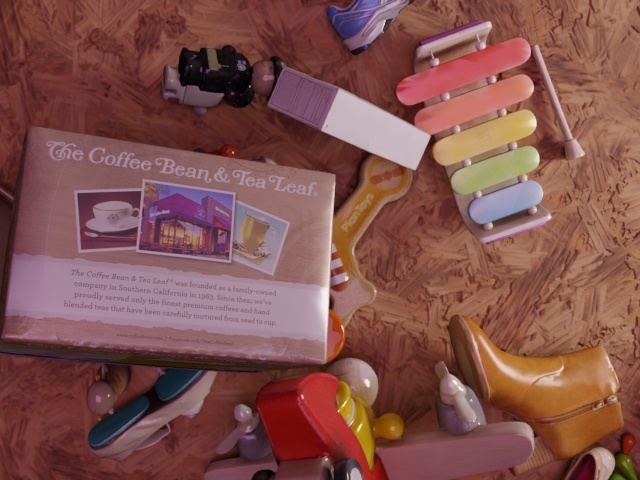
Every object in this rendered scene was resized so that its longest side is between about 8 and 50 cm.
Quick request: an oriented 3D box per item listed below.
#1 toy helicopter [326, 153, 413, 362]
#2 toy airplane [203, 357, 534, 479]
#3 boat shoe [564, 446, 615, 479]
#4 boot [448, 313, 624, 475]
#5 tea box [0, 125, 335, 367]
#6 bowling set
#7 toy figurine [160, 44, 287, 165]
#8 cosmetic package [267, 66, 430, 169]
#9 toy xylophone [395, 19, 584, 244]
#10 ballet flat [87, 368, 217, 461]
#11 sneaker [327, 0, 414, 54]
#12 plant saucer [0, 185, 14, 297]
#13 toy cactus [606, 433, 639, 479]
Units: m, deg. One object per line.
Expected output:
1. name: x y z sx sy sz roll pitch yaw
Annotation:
1. toy helicopter: 0.000 0.000 1.224 0.235 0.140 0.355 38 82 1
2. toy airplane: 0.054 0.305 1.190 0.386 0.384 0.272 13 52 -13
3. boat shoe: 0.401 0.401 1.304 0.059 0.063 0.170 16 98 -43
4. boot: 0.338 0.203 1.276 0.211 0.104 0.295 -27 103 -6
5. tea box: -0.195 0.034 0.969 0.329 0.323 0.219 7 77 -20
6. bowling set: -0.236 0.099 1.184 0.200 0.154 0.286 -4 98 -3
7. toy figurine: -0.136 -0.154 1.137 0.148 0.209 0.212 3 91 -21
8. cosmetic package: 0.045 -0.159 1.105 0.099 0.239 0.060 32 101 34
9. toy xylophone: 0.261 -0.171 1.226 0.236 0.081 0.322 -28 98 -1
10. ballet flat: -0.235 0.251 1.250 0.248 0.086 0.086 -35 98 2
11. sneaker: 0.099 -0.368 1.190 0.081 0.080 0.211 43 91 -11
12. plant saucer: -0.539 0.034 1.212 0.278 0.041 0.277 0 96 -4
13. toy cactus: 0.540 0.405 1.315 0.181 0.112 0.218 22 86 -16
